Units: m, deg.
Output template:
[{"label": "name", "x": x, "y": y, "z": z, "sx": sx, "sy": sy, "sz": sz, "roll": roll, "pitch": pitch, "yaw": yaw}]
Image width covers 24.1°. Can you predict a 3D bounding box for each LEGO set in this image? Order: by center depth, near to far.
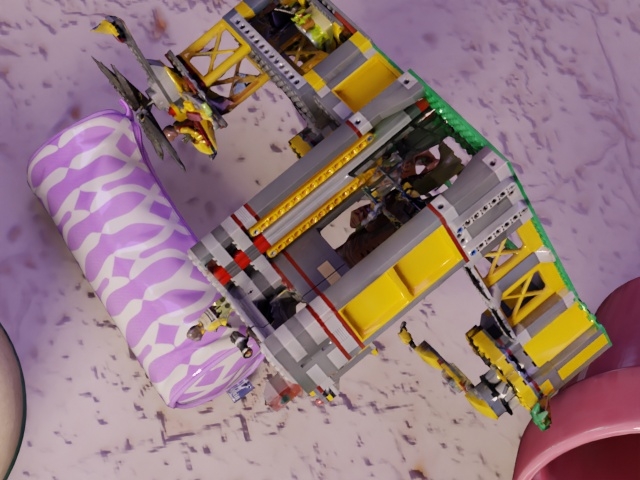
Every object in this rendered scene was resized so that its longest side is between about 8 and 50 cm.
[{"label": "LEGO set", "x": 0.000, "y": 0.000, "z": 0.920, "sx": 0.192, "sy": 0.255, "sz": 0.331, "roll": -39, "pitch": 59, "yaw": -2}]

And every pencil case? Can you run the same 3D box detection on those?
[{"label": "pencil case", "x": -0.110, "y": 0.012, "z": 0.980, "sx": 0.088, "sy": 0.086, "sz": 0.206, "roll": -36, "pitch": 77, "yaw": 5}]

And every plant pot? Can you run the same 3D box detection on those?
[{"label": "plant pot", "x": 0.233, "y": 0.125, "z": 0.984, "sx": 0.201, "sy": 0.201, "sz": 0.180, "roll": 25, "pitch": 42, "yaw": -4}]

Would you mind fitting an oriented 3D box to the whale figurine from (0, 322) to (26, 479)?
[{"label": "whale figurine", "x": -0.288, "y": 0.133, "z": 0.853, "sx": 0.216, "sy": 0.141, "sz": 0.272, "roll": 41, "pitch": 83, "yaw": 6}]
